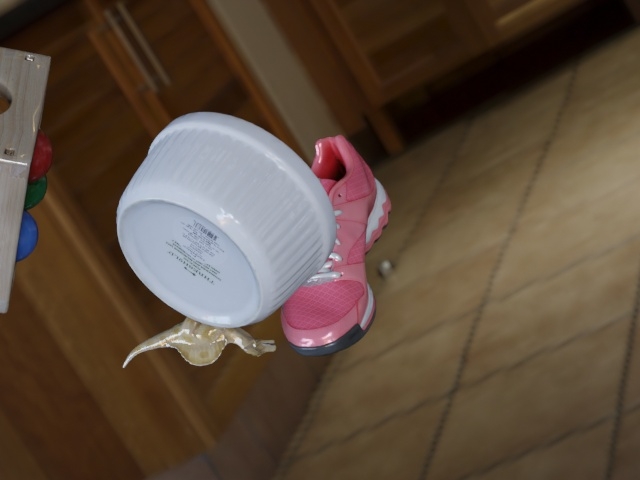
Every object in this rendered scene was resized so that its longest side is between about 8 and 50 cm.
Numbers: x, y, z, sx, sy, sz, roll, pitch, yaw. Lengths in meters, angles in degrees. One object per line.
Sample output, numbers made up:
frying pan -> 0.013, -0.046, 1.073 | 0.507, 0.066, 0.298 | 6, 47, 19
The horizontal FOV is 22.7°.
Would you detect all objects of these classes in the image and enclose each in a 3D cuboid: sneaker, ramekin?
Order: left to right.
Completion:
ramekin -> -0.100, -0.011, 1.538 | 0.207, 0.207, 0.109 | -17, 28, 47
sneaker -> -0.001, 0.000, 1.876 | 0.116, 0.136, 0.313 | -9, 41, 18

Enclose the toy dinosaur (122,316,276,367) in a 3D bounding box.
toy dinosaur -> -0.143, 0.098, 1.793 | 0.183, 0.092, 0.053 | -3, -22, 14

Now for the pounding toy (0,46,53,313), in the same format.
pounding toy -> -0.220, -0.039, 1.006 | 0.206, 0.094, 0.181 | -93, 16, -51
